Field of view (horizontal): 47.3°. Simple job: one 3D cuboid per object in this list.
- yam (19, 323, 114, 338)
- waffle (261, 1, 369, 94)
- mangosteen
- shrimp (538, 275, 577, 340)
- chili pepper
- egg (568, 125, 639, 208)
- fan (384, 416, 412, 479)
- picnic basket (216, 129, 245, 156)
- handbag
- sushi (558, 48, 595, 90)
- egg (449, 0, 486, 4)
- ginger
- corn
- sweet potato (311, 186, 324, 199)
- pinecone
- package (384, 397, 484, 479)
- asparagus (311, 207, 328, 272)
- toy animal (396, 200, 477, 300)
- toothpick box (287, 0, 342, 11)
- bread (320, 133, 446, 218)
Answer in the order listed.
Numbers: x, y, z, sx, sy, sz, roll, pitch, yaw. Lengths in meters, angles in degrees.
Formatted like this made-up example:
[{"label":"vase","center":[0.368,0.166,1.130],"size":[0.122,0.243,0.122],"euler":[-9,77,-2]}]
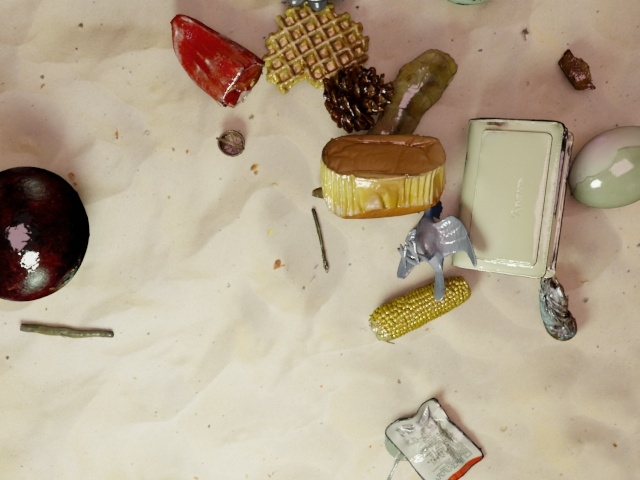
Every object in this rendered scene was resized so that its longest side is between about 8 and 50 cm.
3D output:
[{"label":"yam","center":[-0.634,0.229,1.825],"size":[0.234,0.029,0.027],"euler":[5,82,0]},{"label":"waffle","center":[-0.008,-0.451,1.768],"size":[0.253,0.056,0.249],"euler":[29,93,-2]},{"label":"mangosteen","center":[-0.692,-0.015,1.676],"size":[0.330,0.330,0.330],"euler":[0,93,1]},{"label":"shrimp","center":[0.565,0.140,1.771],"size":[0.079,0.090,0.232],"euler":[-8,106,34]},{"label":"chili pepper","center":[-0.268,-0.436,1.755],"size":[0.253,0.144,0.136],"euler":[38,63,7]},{"label":"egg","center":[0.684,-0.164,1.707],"size":[0.217,0.183,0.183],"euler":[-29,92,-5]},{"label":"fan","center":[0.205,0.529,1.840],"size":[0.113,0.005,0.175],"euler":[24,93,0]},{"label":"picnic basket","center":[-0.217,-0.236,1.767],"size":[0.072,0.083,0.072],"euler":[0,93,2]},{"label":"handbag","center":[0.446,-0.098,1.718],"size":[0.237,0.160,0.358],"euler":[8,93,25]},{"label":"sushi","center":[0.620,-0.408,1.757],"size":[0.060,0.061,0.118],"euler":[-32,91,14]},{"label":"egg","center":[0.350,-0.616,1.716],"size":[0.164,0.131,0.131],"euler":[14,93,-7]},{"label":"ginger","center":[0.216,-0.343,1.746],"size":[0.109,0.116,0.263],"euler":[40,99,28]},{"label":"corn","center":[0.241,0.163,1.780],"size":[0.260,0.091,0.091],"euler":[-24,110,-2]},{"label":"sweet potato","center":[0.114,-0.098,1.782],"size":[0.274,0.067,0.067],"euler":[9,93,-5]},{"label":"pinecone","center":[0.089,-0.331,1.689],"size":[0.174,0.173,0.173],"euler":[0,93,1]},{"label":"package","center":[0.281,0.506,1.820],"size":[0.166,0.040,0.232],"euler":[-40,102,4]},{"label":"asparagus","center":[0.000,0.000,1.812],"size":[0.013,0.016,0.166],"euler":[-15,93,-40]},{"label":"toy animal","center":[0.268,0.007,1.724],"size":[0.176,0.239,0.255],"euler":[-23,95,-35]},{"label":"toothpick box","center":[-0.064,-0.669,1.684],"size":[0.316,0.229,0.229],"euler":[22,93,-3]},{"label":"bread","center":[0.146,-0.141,1.676],"size":[0.288,0.204,0.156],"euler":[-6,131,1]}]
